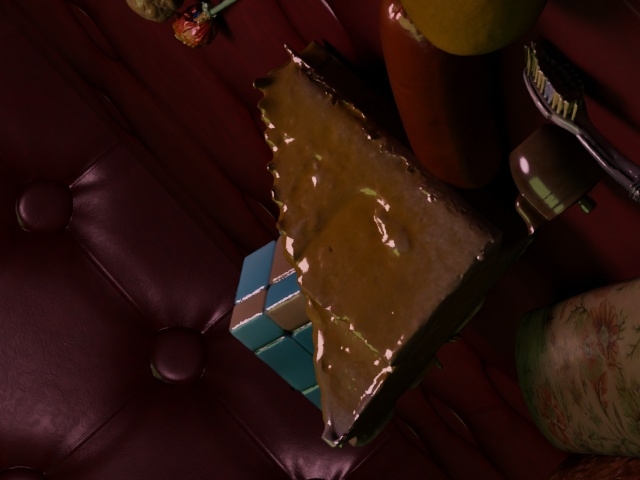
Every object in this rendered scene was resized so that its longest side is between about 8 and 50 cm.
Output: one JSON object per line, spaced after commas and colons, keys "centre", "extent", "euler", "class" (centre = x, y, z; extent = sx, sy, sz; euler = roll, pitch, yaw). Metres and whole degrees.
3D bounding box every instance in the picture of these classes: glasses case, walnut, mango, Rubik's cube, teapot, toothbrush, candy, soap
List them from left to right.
{"centre": [-0.209, -0.322, 1.537], "extent": [0.092, 0.092, 0.092], "euler": [46, 168, 12], "class": "walnut"}
{"centre": [-0.134, -0.284, 1.510], "extent": [0.060, 0.060, 0.201], "euler": [51, 160, -12], "class": "candy"}
{"centre": [0.000, 0.000, 1.267], "extent": [0.338, 0.304, 0.169], "euler": [44, -163, 20], "class": "soap"}
{"centre": [0.040, 0.070, 1.452], "extent": [0.265, 0.213, 0.224], "euler": [43, -147, -28], "class": "Rubik's cube"}
{"centre": [0.100, -0.203, 0.795], "extent": [0.130, 0.092, 0.195], "euler": [47, 164, 14], "class": "mango"}
{"centre": [0.191, -0.049, 1.008], "extent": [0.080, 0.085, 0.110], "euler": [49, -172, 2], "class": "teapot"}
{"centre": [0.276, 0.120, 1.122], "extent": [0.425, 0.098, 0.157], "euler": [133, 121, -78], "class": "glasses case"}
{"centre": [0.257, 0.003, 0.828], "extent": [0.413, 0.035, 0.042], "euler": [56, 170, 32], "class": "toothbrush"}

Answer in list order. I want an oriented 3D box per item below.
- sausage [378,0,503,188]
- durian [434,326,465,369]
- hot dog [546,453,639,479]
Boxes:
{"centre": [0.102, -0.132, 1.033], "extent": [0.089, 0.083, 0.300], "euler": [29, 162, 24], "class": "sausage"}
{"centre": [0.137, 0.100, 1.610], "extent": [0.086, 0.100, 0.215], "euler": [51, 175, -27], "class": "durian"}
{"centre": [0.364, 0.296, 1.207], "extent": [0.266, 0.174, 0.387], "euler": [24, 167, -1], "class": "hot dog"}
